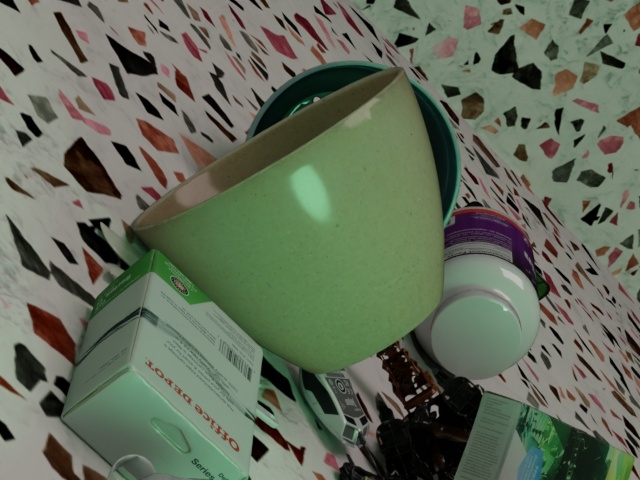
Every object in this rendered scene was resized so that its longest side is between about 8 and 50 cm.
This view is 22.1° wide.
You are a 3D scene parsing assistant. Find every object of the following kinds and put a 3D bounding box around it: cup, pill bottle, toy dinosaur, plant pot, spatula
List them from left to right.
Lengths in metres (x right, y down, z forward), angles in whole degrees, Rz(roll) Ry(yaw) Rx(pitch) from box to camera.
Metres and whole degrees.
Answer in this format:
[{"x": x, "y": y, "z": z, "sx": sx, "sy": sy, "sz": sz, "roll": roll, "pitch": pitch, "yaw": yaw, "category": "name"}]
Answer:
[{"x": -0.135, "y": 0.095, "z": 1.668, "sx": 0.242, "sy": 0.019, "sz": 0.168, "roll": 43, "pitch": 13, "yaw": -31, "category": "spatula"}, {"x": 0.000, "y": 0.000, "z": 1.744, "sx": 0.237, "sy": 0.331, "sz": 0.331, "roll": 60, "pitch": 15, "yaw": -10, "category": "cup"}, {"x": 0.026, "y": -0.101, "z": 2.130, "sx": 0.272, "sy": 0.271, "sz": 0.255, "roll": 49, "pitch": 1, "yaw": -10, "category": "plant pot"}, {"x": 0.140, "y": 0.239, "z": 1.953, "sx": 0.322, "sy": 0.164, "sz": 0.218, "roll": 35, "pitch": -2, "yaw": 12, "category": "toy dinosaur"}, {"x": 0.224, "y": 0.080, "z": 2.371, "sx": 0.181, "sy": 0.181, "sz": 0.323, "roll": 48, "pitch": 17, "yaw": -12, "category": "pill bottle"}]

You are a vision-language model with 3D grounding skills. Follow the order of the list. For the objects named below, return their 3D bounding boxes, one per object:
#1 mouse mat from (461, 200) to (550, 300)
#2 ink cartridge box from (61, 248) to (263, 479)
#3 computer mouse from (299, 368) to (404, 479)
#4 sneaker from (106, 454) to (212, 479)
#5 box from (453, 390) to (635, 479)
[{"x": 0.244, "y": 0.048, "z": 2.544, "sx": 0.190, "sy": 0.152, "sz": 0.007, "roll": 50, "pitch": 24, "yaw": -5, "category": "mouse mat"}, {"x": -0.135, "y": 0.126, "z": 1.454, "sx": 0.153, "sy": 0.087, "sz": 0.208, "roll": 46, "pitch": 20, "yaw": -19, "category": "ink cartridge box"}, {"x": 0.022, "y": 0.200, "z": 1.821, "sx": 0.106, "sy": 0.042, "sz": 0.193, "roll": 13, "pitch": 46, "yaw": -58, "category": "computer mouse"}, {"x": -0.048, "y": 0.311, "z": 1.211, "sx": 0.366, "sy": 0.137, "sz": 0.210, "roll": 45, "pitch": 20, "yaw": -12, "category": "sneaker"}, {"x": 0.237, "y": 0.316, "z": 1.844, "sx": 0.058, "sy": 0.232, "sz": 0.322, "roll": 16, "pitch": -7, "yaw": 35, "category": "box"}]
